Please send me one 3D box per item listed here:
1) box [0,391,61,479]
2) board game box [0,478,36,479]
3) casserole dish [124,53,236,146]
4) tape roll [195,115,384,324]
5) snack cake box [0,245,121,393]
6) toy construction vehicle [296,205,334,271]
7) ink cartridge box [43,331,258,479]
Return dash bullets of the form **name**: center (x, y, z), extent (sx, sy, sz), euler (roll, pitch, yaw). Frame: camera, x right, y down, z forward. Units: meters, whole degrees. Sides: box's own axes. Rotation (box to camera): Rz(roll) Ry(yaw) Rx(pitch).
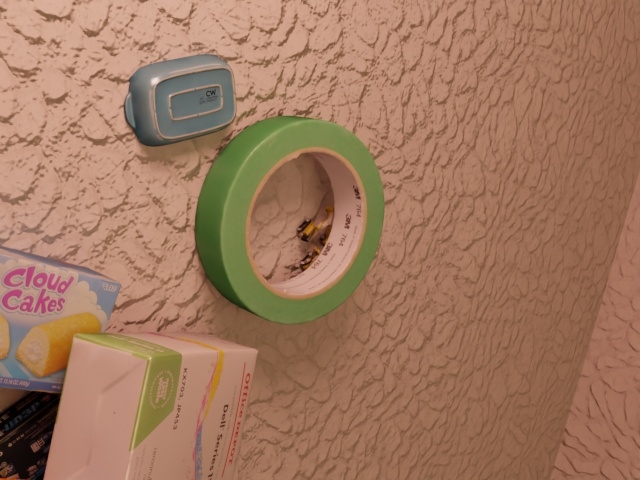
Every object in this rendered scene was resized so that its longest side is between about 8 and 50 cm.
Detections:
- **box**: center (-0.349, 0.279, 1.028), extent (0.220, 0.051, 0.175), euler (-39, 130, -34)
- **board game box**: center (-0.342, 0.508, 0.829), extent (0.356, 0.356, 0.356), euler (25, 97, -49)
- **casserole dish**: center (-0.181, -0.192, 1.072), extent (0.188, 0.037, 0.114), euler (-24, 120, -43)
- **tape roll**: center (-0.040, -0.032, 1.221), extent (0.321, 0.077, 0.321), euler (-13, 111, -37)
- **snack cake box**: center (-0.379, 0.083, 0.899), extent (0.264, 0.089, 0.152), euler (21, 87, -50)
- **toy construction vehicle**: center (0.000, 0.000, 1.339), extent (0.098, 0.035, 0.086), euler (-45, 132, -29)
- **ink cartridge box**: center (-0.195, 0.234, 1.051), extent (0.353, 0.119, 0.207), euler (14, 87, -68)
